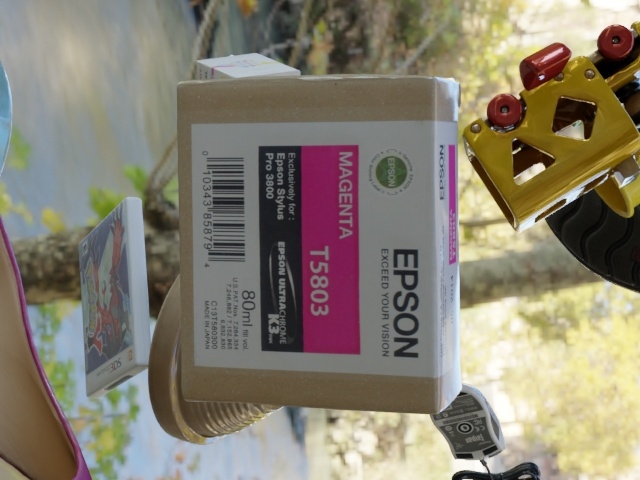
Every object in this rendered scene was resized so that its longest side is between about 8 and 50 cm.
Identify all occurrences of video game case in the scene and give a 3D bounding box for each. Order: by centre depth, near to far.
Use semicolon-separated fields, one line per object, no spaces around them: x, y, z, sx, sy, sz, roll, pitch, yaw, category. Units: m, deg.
-0.249;0.072;1.355;0.183;0.023;0.201;-33;-121;55;video game case

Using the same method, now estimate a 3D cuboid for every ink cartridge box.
0.000;0.000;0.817;0.088;0.193;0.235;-14;104;-72;ink cartridge box
-0.097;-0.183;1.459;0.143;0.089;0.092;31;-53;55;ink cartridge box

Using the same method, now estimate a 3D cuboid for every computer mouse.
0.183;0.227;1.328;0.042;0.106;0.193;-77;148;-53;computer mouse

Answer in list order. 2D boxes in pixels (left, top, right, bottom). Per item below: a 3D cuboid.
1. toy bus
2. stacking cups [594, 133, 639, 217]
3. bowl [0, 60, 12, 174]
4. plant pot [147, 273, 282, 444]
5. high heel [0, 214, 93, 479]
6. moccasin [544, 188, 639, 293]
0.212;-0.088;0.899;0.104;0.191;0.202;59;-40;12;toy bus
0.439;-0.155;1.264;0.096;0.316;0.096;53;-3;4;stacking cups
-0.500;-0.120;1.200;0.163;0.311;0.312;29;54;-60;bowl
-0.088;0.129;1.312;0.237;0.109;0.238;-35;132;-53;plant pot
-0.156;0.020;0.426;0.127;0.377;0.181;-5;125;-45;high heel
0.445;0.001;1.407;0.147;0.380;0.139;-14;122;-54;moccasin
